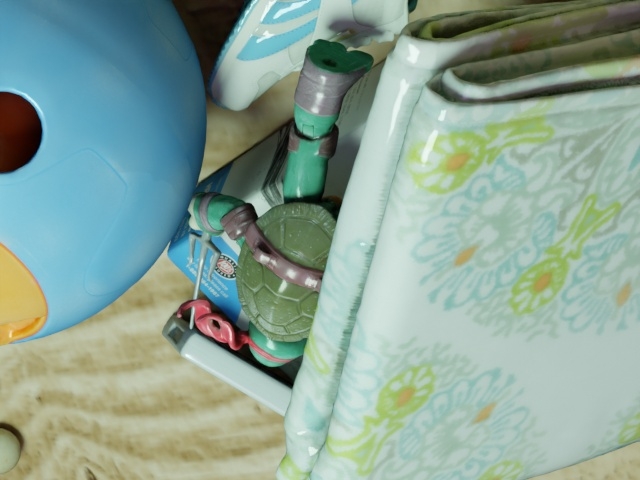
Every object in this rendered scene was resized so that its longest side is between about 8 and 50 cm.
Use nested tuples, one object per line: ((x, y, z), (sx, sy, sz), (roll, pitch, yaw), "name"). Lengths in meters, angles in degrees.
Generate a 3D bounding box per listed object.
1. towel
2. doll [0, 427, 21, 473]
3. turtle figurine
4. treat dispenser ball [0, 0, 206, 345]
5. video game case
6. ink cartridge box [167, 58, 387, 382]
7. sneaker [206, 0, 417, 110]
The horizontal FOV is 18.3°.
((0.143, 0.011, 1.244), (0.320, 0.090, 0.374), (-11, 132, -30), "towel")
((-0.335, 0.176, 1.626), (0.189, 0.046, 0.129), (-4, 115, 10), "doll")
((0.000, 0.000, 1.264), (0.175, 0.118, 0.234), (22, 119, -5), "turtle figurine")
((-0.216, -0.076, 1.256), (0.288, 0.288, 0.288), (7, 127, 10), "treat dispenser ball")
((-0.024, 0.114, 1.439), (0.190, 0.173, 0.022), (32, 87, -9), "video game case")
((0.020, -0.011, 1.371), (0.203, 0.086, 0.148), (-32, 112, 32), "ink cartridge box")
((0.006, -0.153, 1.272), (0.092, 0.087, 0.229), (34, 129, -13), "sneaker")
